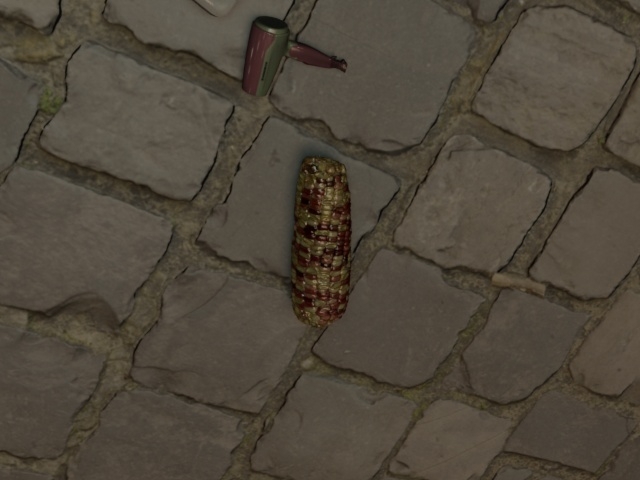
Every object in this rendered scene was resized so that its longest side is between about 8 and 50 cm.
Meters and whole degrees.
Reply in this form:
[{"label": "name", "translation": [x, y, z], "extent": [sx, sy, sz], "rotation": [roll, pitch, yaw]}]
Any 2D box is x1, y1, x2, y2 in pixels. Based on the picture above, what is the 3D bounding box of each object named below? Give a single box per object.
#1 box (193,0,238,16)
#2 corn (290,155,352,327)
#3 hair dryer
[{"label": "box", "translation": [-0.194, -0.419, 1.107], "extent": [0.285, 0.044, 0.142], "rotation": [35, 88, -30]}, {"label": "corn", "translation": [0.000, 0.000, 1.378], "extent": [0.098, 0.098, 0.290], "rotation": [-6, 116, -12]}, {"label": "hair dryer", "translation": [-0.031, -0.255, 1.258], "extent": [0.154, 0.054, 0.106], "rotation": [1, 122, -21]}]
